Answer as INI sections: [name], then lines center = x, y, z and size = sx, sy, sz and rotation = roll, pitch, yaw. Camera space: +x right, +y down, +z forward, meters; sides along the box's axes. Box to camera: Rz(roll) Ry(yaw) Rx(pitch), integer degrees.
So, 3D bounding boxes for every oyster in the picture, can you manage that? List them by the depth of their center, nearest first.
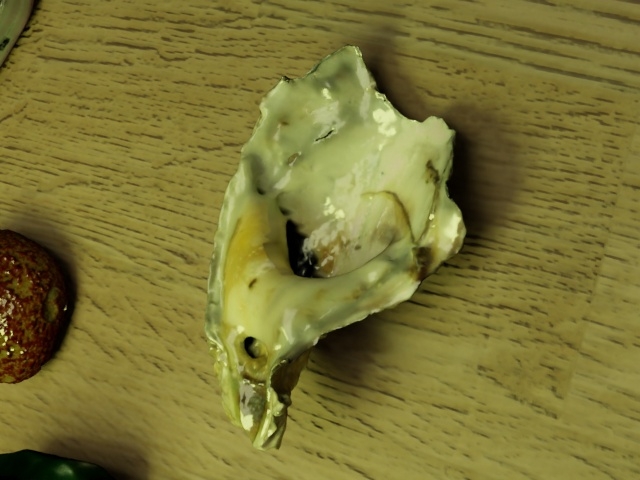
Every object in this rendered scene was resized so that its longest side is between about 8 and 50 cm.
[oyster]
center = 0.006, 0.002, 1.287
size = 0.271, 0.100, 0.275
rotation = -33, 56, 25

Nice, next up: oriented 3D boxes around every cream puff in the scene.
[cream puff]
center = -0.308, 0.061, 1.504
size = 0.149, 0.084, 0.149
rotation = -5, 81, 34

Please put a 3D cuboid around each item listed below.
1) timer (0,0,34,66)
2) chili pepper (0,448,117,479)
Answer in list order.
[timer]
center = -0.378, -0.247, 1.589
size = 0.208, 0.069, 0.190
rotation = 47, 114, 26
[chili pepper]
center = -0.239, 0.274, 1.383
size = 0.261, 0.174, 0.165
rotation = 14, 98, 40
